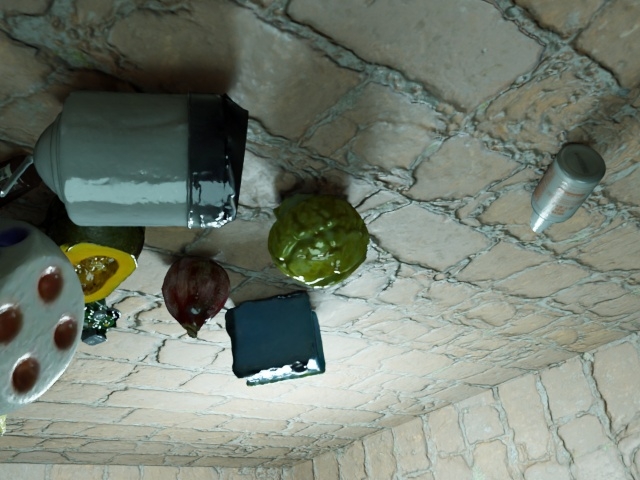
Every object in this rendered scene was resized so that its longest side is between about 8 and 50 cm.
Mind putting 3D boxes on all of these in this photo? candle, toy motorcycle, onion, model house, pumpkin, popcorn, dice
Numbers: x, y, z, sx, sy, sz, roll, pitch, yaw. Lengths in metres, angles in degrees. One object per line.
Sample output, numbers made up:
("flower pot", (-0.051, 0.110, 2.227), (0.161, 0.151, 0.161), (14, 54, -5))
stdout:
("candle", (-0.287, -0.127, 0.958), (0.342, 0.221, 0.221), (2, 148, -10))
("toy motorcycle", (-0.607, 0.172, 1.475), (0.187, 0.125, 0.275), (-22, 148, 5))
("onion", (-0.288, 0.134, 1.417), (0.159, 0.195, 0.159), (-2, 142, -1))
("model house", (-0.117, 0.300, 1.740), (0.237, 0.216, 0.303), (-11, 155, 3))
("pumpkin", (-0.499, 0.017, 1.228), (0.221, 0.139, 0.317), (16, 145, -40))
("popcorn", (0.000, 0.000, 1.282), (0.204, 0.184, 0.221), (-25, 145, 16))
("dice", (-0.572, 0.125, 1.052), (0.243, 0.259, 0.251), (7, 122, 17))

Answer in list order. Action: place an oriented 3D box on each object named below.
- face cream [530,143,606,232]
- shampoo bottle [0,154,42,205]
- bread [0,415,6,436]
("face cream", (0.511, -0.093, 1.328), (0.101, 0.101, 0.252), (-4, 149, -8))
("shampoo bottle", (-0.600, -0.081, 1.093), (0.236, 0.068, 0.067), (-19, 153, 20))
("bread", (-0.992, 0.422, 1.734), (0.262, 0.204, 0.162), (21, 127, -35))
